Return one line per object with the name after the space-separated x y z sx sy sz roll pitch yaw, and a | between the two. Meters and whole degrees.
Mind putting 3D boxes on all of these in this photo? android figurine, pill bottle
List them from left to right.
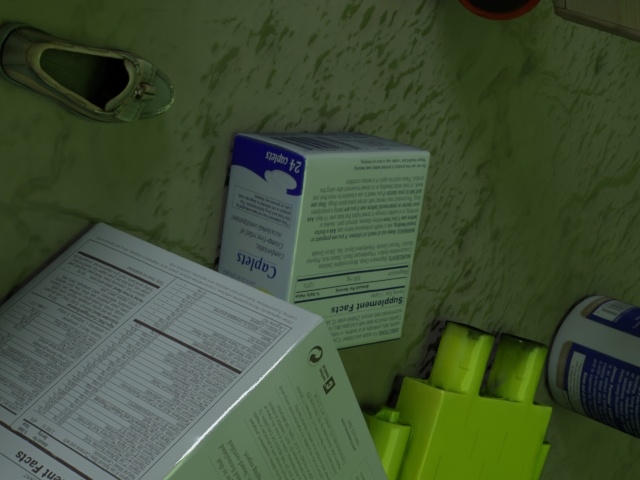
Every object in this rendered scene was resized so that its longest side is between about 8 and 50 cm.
0.105 0.204 1.130 0.248 0.056 0.273 12 96 -49 | android figurine
0.306 0.126 1.215 0.112 0.186 0.112 -20 119 -41 | pill bottle

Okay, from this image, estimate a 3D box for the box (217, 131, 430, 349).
0.000 0.000 0.924 0.126 0.072 0.137 -5 108 -46 | box

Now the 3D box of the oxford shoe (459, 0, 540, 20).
0.111 -0.292 0.934 0.098 0.096 0.271 -57 144 -51 | oxford shoe

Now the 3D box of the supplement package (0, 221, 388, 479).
-0.122 0.164 0.762 0.262 0.198 0.199 -44 133 -27 | supplement package

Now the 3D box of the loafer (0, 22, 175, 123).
-0.126 -0.090 0.777 0.125 0.039 0.045 13 95 -48 | loafer

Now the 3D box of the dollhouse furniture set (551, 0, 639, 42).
0.323 -0.329 0.905 0.394 0.362 0.257 -39 137 -29 | dollhouse furniture set
